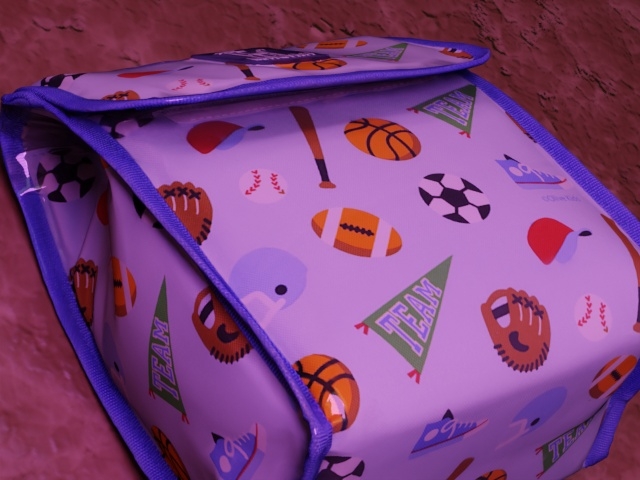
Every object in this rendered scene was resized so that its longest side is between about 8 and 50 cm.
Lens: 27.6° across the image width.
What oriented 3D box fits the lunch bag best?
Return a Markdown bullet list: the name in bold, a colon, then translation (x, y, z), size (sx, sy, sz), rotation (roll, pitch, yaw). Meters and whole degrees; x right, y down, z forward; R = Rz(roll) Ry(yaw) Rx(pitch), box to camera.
- **lunch bag**: translation (0.000, 0.000, 0.886), size (0.327, 0.239, 0.385), rotation (-13, 50, -34)
